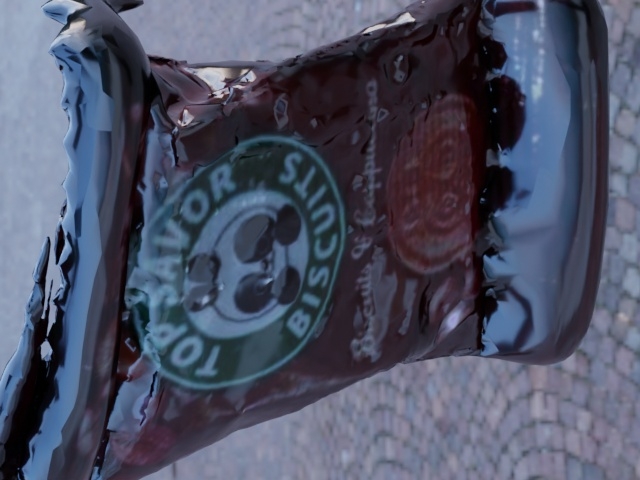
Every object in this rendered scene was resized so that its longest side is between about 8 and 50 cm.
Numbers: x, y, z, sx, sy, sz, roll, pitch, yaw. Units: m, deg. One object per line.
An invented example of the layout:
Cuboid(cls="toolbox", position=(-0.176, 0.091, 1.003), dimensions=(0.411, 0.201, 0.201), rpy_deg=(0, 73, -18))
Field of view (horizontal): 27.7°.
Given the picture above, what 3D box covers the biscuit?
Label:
Cuboid(cls="biscuit", position=(0.001, -0.006, 0.397), dimensions=(0.063, 0.235, 0.151), rpy_deg=(21, 117, 43))
